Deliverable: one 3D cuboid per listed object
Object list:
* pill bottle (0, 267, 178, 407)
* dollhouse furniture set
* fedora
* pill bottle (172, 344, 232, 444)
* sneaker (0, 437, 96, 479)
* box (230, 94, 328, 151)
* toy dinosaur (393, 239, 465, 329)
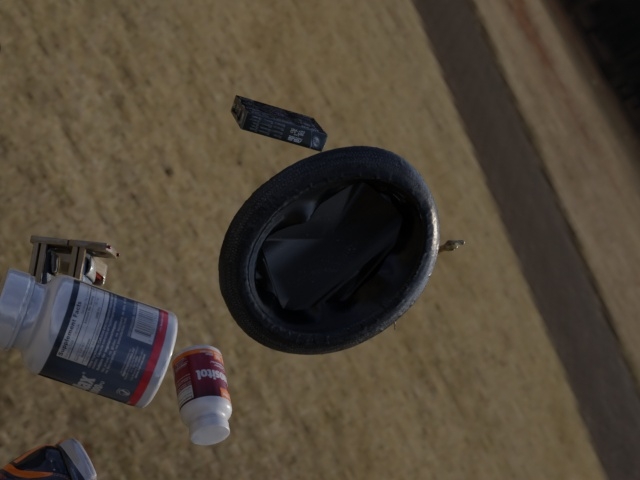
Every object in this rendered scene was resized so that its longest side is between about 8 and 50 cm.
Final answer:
[{"bbox_3d":[-0.248,0.096,1.371,0.180,0.108,0.108,21,31,-15],"label":"pill bottle"},{"bbox_3d":[-0.384,0.080,2.142,0.184,0.129,0.129,64,32,-74],"label":"dollhouse furniture set"},{"bbox_3d":[0.000,0.000,1.929,0.334,0.334,0.152,51,-2,-27],"label":"fedora"},{"bbox_3d":[-0.192,0.254,2.194,0.086,0.086,0.152,39,28,-48],"label":"pill bottle"},{"bbox_3d":[-0.342,0.423,1.751,0.321,0.180,0.124,53,-30,30],"label":"sneaker"},{"bbox_3d":[-0.040,-0.112,1.277,0.083,0.018,0.067,15,16,-18],"label":"box"},{"bbox_3d":[0.155,0.053,2.185,0.053,0.183,0.092,38,6,-15],"label":"toy dinosaur"}]
